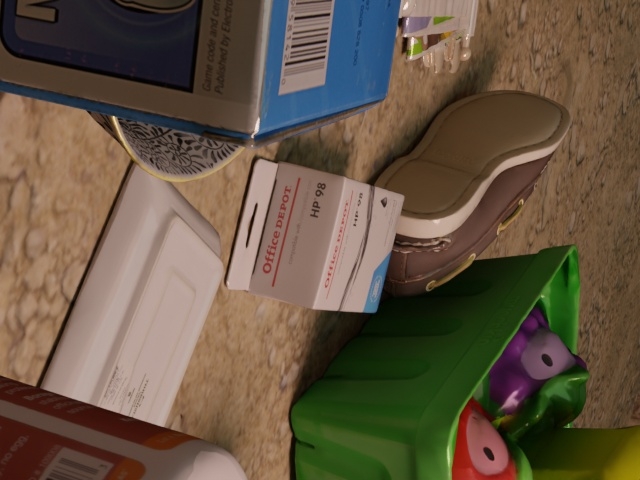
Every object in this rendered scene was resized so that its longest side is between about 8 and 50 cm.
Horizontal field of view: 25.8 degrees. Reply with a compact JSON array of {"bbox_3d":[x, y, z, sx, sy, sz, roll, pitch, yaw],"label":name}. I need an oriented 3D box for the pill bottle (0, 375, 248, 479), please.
[{"bbox_3d":[-0.147,0.115,0.584,0.121,0.216,0.121,-46,143,-51],"label":"pill bottle"}]

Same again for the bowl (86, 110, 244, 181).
[{"bbox_3d":[-0.081,-0.120,0.688,0.170,0.080,0.170,-41,141,-46],"label":"bowl"}]

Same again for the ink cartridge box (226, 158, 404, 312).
[{"bbox_3d":[0.000,0.000,1.084,0.180,0.060,0.104,9,95,-68],"label":"ink cartridge box"}]

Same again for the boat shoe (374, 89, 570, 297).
[{"bbox_3d":[0.145,-0.053,1.342,0.324,0.117,0.096,-41,144,-50],"label":"boat shoe"}]

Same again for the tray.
[{"bbox_3d":[-0.125,0.095,0.878,0.270,0.030,0.145,-70,156,-16],"label":"tray"}]

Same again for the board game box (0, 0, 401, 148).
[{"bbox_3d":[-0.115,-0.205,0.358,0.086,0.302,0.308,-25,126,-63],"label":"board game box"}]

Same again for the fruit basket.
[{"bbox_3d":[0.201,0.198,1.267,0.392,0.392,0.283,-44,137,-53],"label":"fruit basket"}]

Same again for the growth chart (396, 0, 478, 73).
[{"bbox_3d":[0.110,-0.237,1.264,0.237,0.021,0.172,-10,112,-67],"label":"growth chart"}]
